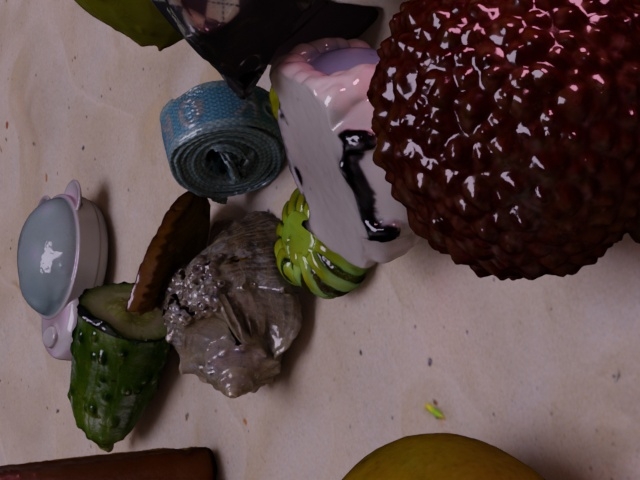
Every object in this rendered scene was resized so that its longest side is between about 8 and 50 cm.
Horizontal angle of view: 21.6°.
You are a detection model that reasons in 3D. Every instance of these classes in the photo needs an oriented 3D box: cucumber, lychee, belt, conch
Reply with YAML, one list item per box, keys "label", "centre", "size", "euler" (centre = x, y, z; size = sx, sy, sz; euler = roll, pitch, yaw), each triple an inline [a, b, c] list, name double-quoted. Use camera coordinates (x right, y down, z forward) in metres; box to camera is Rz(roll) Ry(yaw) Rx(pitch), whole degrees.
- label: "cucumber"
  centre: [-0.265, 0.179, 2.172]
  size: [0.134, 0.134, 0.244]
  euler: [52, 138, 46]
- label: "lychee"
  centre: [0.172, -0.095, 1.364]
  size: [0.264, 0.300, 0.264]
  euler: [-39, 21, 18]
- label: "belt"
  centre: [-0.108, -0.110, 1.902]
  size: [0.148, 0.163, 0.082]
  euler: [-25, 63, 26]
- label: "conch"
  centre: [-0.094, 0.063, 1.915]
  size: [0.178, 0.163, 0.245]
  euler: [-19, 49, 23]

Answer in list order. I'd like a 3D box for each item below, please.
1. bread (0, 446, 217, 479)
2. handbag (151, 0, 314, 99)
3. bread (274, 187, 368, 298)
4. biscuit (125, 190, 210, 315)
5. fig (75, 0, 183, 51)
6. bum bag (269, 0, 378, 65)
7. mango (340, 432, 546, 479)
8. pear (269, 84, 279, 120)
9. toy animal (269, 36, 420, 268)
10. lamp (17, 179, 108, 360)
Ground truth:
- label: "bread"
  centre: [-0.269, 0.417, 1.970]
  size: [0.143, 0.333, 0.323]
  euler: [-26, 70, 58]
- label: "handbag"
  centre: [-0.014, -0.371, 1.591]
  size: [0.416, 0.180, 0.317]
  euler: [-41, 56, 2]
- label: "bread"
  centre: [0.000, 0.000, 1.796]
  size: [0.139, 0.071, 0.130]
  euler: [53, 127, 45]
- label: "biscuit"
  centre: [-0.174, 0.027, 1.970]
  size: [0.176, 0.031, 0.228]
  euler: [100, -170, -45]
- label: "fig"
  centre: [-0.190, -0.396, 1.900]
  size: [0.343, 0.343, 0.343]
  euler: [-5, 85, 58]
- label: "bum bag"
  centre: [-0.015, -0.226, 1.810]
  size: [0.159, 0.109, 0.026]
  euler: [17, 144, 56]
- label: "mango"
  centre: [0.076, 0.345, 1.519]
  size: [0.445, 0.220, 0.301]
  euler: [-43, 54, 53]
- label: "pear"
  centre: [-0.011, -0.155, 1.806]
  size: [0.097, 0.092, 0.092]
  euler: [-38, 57, 52]
- label: "toy animal"
  centre: [0.055, -0.098, 1.629]
  size: [0.204, 0.156, 0.208]
  euler: [28, 141, 54]
- label: "lamp"
  centre: [-0.367, 0.046, 2.347]
  size: [0.179, 0.108, 0.246]
  euler: [-23, 70, 60]
